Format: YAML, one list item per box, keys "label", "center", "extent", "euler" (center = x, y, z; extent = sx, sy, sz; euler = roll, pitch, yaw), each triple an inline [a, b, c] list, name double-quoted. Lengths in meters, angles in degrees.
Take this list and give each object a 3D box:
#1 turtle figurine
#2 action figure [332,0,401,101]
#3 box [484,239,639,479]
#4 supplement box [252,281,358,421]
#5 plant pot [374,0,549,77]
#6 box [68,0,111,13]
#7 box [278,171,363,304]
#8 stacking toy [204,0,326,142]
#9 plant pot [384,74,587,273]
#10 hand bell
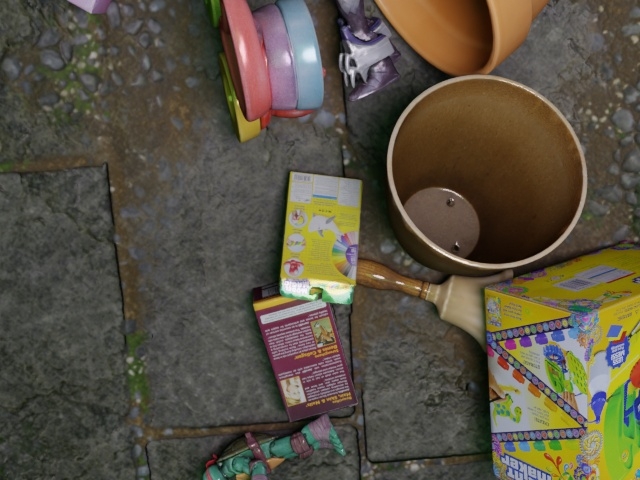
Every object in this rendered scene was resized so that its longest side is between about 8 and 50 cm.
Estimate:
- label: "turtle figurine"
  center: [-0.082, 0.330, 1.353]
  extent: [0.234, 0.175, 0.118]
  euler: [-26, 87, -5]
- label: "action figure"
  center: [0.021, -0.328, 1.178]
  extent: [0.099, 0.185, 0.285]
  euler: [-25, 115, -1]
- label: "box"
  center: [0.390, 0.176, 1.264]
  extent: [0.290, 0.177, 0.279]
  euler: [-15, 108, -32]
- label: "supplement box"
  center: [-0.022, 0.150, 1.339]
  extent: [0.104, 0.081, 0.188]
  euler: [-16, 104, 0]
- label: "plant pot"
  center: [0.189, -0.372, 1.134]
  extent: [0.203, 0.291, 0.291]
  euler: [-37, 104, -11]
- label: "box"
  center: [-0.334, -0.434, 1.155]
  extent: [0.243, 0.117, 0.213]
  euler: [28, 101, -9]
- label: "box"
  center: [0.000, 0.000, 1.278]
  extent: [0.105, 0.043, 0.179]
  euler: [7, 68, -5]
- label: "stacking toy"
  center: [-0.063, -0.274, 1.137]
  extent: [0.130, 0.309, 0.279]
  euler: [-14, 94, -8]
- label: "plant pot"
  center: [0.182, -0.051, 1.200]
  extent: [0.237, 0.254, 0.237]
  euler: [1, 75, -5]
- label: "hand bell"
  center: [0.139, 0.069, 1.330]
  extent: [0.242, 0.126, 0.126]
  euler: [15, 103, 4]
